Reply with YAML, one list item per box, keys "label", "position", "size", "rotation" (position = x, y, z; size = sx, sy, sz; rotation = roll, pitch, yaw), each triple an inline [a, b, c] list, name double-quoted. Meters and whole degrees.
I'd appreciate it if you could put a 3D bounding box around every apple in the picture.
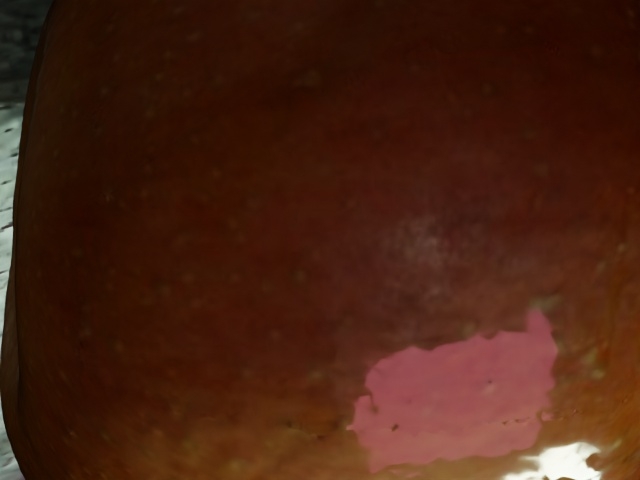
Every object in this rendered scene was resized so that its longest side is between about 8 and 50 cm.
- label: "apple"
  position: [0.000, 0.000, 0.524]
  size: [0.206, 0.252, 0.272]
  rotation: [-5, 165, -17]
